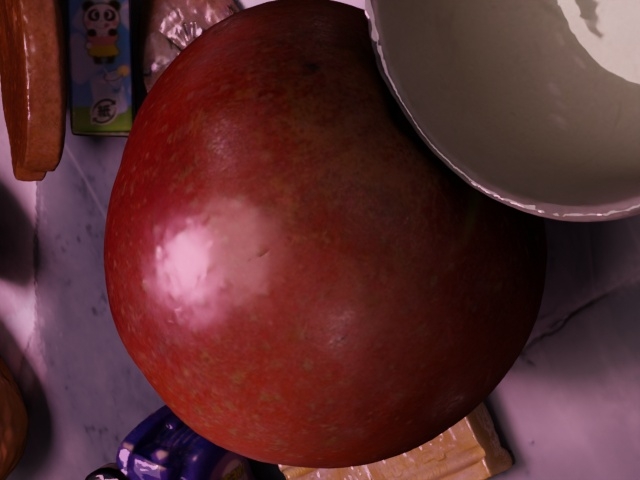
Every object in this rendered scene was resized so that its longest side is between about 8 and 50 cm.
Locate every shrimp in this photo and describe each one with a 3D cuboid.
[{"bbox_3d":[-0.100,-0.128,1.716,0.126,0.047,0.223,-20,85,40],"label":"shrimp"}]

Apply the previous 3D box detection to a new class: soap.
[{"bbox_3d":[0.056,0.187,1.658,0.252,0.037,0.092,-31,78,47],"label":"soap"}]

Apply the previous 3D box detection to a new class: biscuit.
[{"bbox_3d":[-0.263,-0.190,1.778,0.257,0.049,0.273,133,132,-71],"label":"biscuit"}]

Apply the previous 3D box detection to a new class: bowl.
[{"bbox_3d":[0.199,-0.171,1.282,0.307,0.163,0.307,6,99,37],"label":"bowl"}]

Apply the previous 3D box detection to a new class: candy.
[{"bbox_3d":[-0.196,-0.196,1.751,0.097,0.062,0.194,-108,17,-73],"label":"candy"}]

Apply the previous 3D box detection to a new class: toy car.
[{"bbox_3d":[-0.114,0.268,1.782,0.158,0.172,0.235,15,111,25],"label":"toy car"}]

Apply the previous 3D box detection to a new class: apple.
[{"bbox_3d":[0.000,0.000,1.430,0.277,0.348,0.348,-38,74,26],"label":"apple"}]

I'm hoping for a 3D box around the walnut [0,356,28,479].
[{"bbox_3d":[-0.404,0.173,2.028,0.195,0.195,0.222,-48,61,43],"label":"walnut"}]
